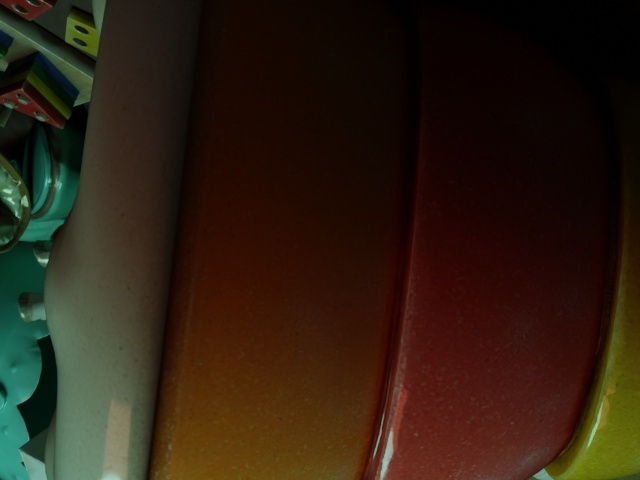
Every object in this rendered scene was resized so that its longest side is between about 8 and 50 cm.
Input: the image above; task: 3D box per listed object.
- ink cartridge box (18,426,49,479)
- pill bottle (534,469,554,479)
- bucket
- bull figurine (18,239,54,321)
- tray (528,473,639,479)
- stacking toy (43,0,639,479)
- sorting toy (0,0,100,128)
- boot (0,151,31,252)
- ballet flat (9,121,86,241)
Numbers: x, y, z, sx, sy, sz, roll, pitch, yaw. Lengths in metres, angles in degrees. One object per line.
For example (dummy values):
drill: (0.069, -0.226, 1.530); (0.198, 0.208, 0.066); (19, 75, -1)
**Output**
ink cartridge box: (-0.077, 0.176, 1.338); (0.207, 0.283, 0.117); (19, 134, 42)
pill bottle: (0.163, 0.161, 1.401); (0.137, 0.078, 0.078); (26, 162, -13)
bucket: (-0.250, 0.109, 1.476); (0.183, 0.281, 0.281); (18, 162, 28)
bull figurine: (-0.119, 0.020, 1.238); (0.188, 0.101, 0.310); (-13, 156, 16)
tray: (0.352, 0.257, 1.459); (0.411, 0.076, 0.203); (9, 158, 35)
stacking toy: (0.109, 0.019, 0.816); (0.480, 0.350, 0.350); (7, 163, -6)
sorting toy: (-0.228, -0.122, 1.119); (0.132, 0.046, 0.274); (32, 160, -27)
boot: (-0.368, -0.107, 1.188); (0.269, 0.089, 0.236); (23, 165, 34)
ballet flat: (-0.212, -0.048, 1.288); (0.087, 0.083, 0.247); (4, 170, -23)
